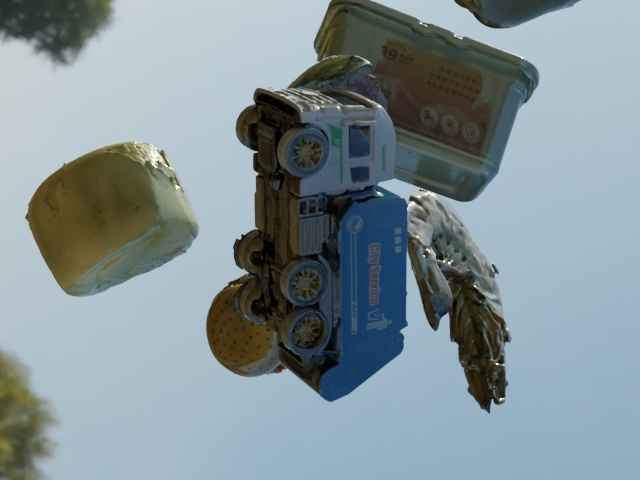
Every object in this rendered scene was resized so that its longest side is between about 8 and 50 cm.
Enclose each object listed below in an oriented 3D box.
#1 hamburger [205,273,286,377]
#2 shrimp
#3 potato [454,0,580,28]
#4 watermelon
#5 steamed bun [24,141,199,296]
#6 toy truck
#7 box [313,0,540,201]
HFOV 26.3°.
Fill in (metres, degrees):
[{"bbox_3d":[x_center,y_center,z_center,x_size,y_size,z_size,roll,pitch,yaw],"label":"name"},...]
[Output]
[{"bbox_3d":[-0.101,0.134,2.127,0.175,0.175,0.137,-58,172,14],"label":"hamburger"},{"bbox_3d":[0.191,0.079,1.937,0.085,0.247,0.360,-26,-124,23],"label":"shrimp"},{"bbox_3d":[0.240,-0.327,1.483,0.235,0.178,0.160,-38,-144,-2],"label":"potato"},{"bbox_3d":[0.023,-0.173,1.706,0.187,0.139,0.071,-27,-142,54],"label":"watermelon"},{"bbox_3d":[-0.356,-0.042,2.260,0.273,0.232,0.166,-24,169,0],"label":"steamed bun"},{"bbox_3d":[0.000,0.000,1.613,0.146,0.175,0.367,32,-52,55],"label":"toy truck"},{"bbox_3d":[0.127,-0.185,1.901,0.175,0.312,0.182,121,-13,-67],"label":"box"}]
